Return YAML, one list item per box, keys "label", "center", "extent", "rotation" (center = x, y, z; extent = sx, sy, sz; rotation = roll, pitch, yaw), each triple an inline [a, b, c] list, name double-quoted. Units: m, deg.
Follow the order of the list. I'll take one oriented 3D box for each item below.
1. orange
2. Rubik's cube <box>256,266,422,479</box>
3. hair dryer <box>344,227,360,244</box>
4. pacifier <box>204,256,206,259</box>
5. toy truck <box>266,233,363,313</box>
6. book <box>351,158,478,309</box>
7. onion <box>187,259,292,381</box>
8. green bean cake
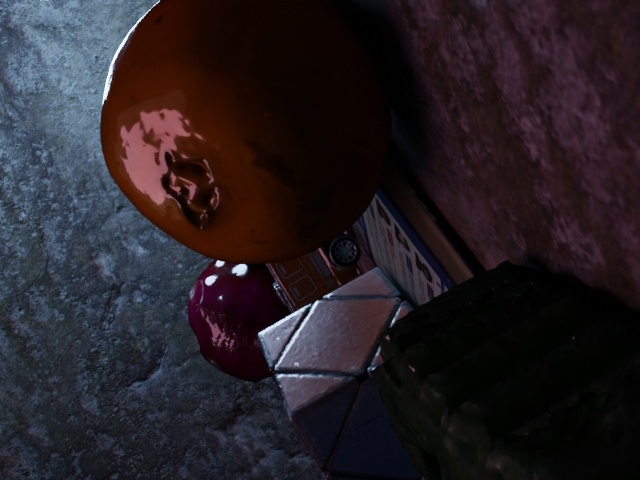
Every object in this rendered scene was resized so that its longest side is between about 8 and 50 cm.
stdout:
- label: "orange"
  center: [-0.075, -0.124, 0.774]
  extent: [0.312, 0.312, 0.312]
  rotation: [62, 173, 14]
- label: "Rubik's cube"
  center: [0.063, 0.197, 0.969]
  extent: [0.205, 0.205, 0.207]
  rotation: [63, 175, -27]
- label: "hair dryer"
  center: [0.029, -0.046, 1.316]
  extent: [0.150, 0.047, 0.071]
  rotation: [57, 171, 5]
- label: "pacifier"
  center: [-0.112, -0.085, 1.454]
  extent: [0.332, 0.273, 0.220]
  rotation: [150, 112, -65]
- label: "toy truck"
  center: [0.014, 0.079, 1.225]
  extent: [0.305, 0.162, 0.136]
  rotation: [59, 180, -1]
- label: "book"
  center: [0.127, 0.045, 0.922]
  extent: [0.428, 0.039, 0.300]
  rotation: [58, 172, 36]
- label: "onion"
  center: [-0.109, 0.110, 1.752]
  extent: [0.398, 0.398, 0.420]
  rotation: [56, 139, 46]
- label: "green bean cake"
  center: [0.187, 0.200, 0.546]
  extent: [0.308, 0.169, 0.300]
  rotation: [65, 173, -17]
